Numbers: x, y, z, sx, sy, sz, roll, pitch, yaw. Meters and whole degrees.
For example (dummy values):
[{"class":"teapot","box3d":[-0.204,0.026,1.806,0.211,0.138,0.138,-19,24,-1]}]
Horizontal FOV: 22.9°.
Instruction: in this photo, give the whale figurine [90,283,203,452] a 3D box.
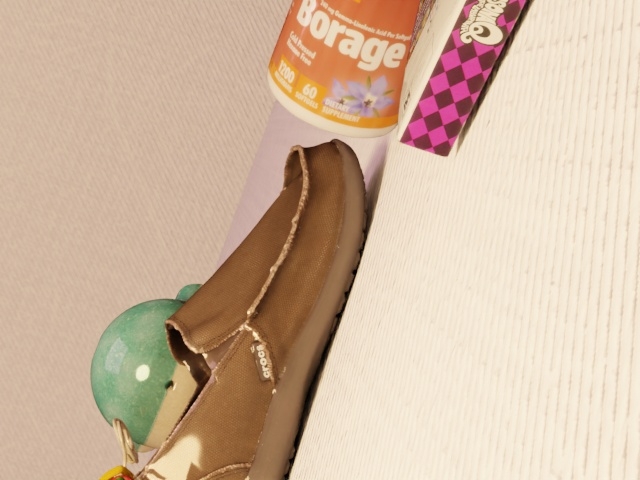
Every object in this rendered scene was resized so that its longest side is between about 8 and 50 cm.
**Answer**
[{"class":"whale figurine","box3d":[-0.203,0.145,1.897,0.272,0.141,0.216,-141,72,-81]}]

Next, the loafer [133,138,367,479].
[{"class":"loafer","box3d":[-0.060,0.072,1.296,0.134,0.130,0.366,126,162,-69]}]

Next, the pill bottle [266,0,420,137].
[{"class":"pill bottle","box3d":[0.044,-0.200,1.268,0.121,0.121,0.216,-80,11,-58]}]

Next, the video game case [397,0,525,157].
[{"class":"video game case","box3d":[0.115,-0.201,1.004,0.210,0.042,0.232,-78,9,-51]}]

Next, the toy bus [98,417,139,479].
[{"class":"toy bus","box3d":[-0.175,0.281,1.342,0.202,0.104,0.191,-119,3,-73]}]
